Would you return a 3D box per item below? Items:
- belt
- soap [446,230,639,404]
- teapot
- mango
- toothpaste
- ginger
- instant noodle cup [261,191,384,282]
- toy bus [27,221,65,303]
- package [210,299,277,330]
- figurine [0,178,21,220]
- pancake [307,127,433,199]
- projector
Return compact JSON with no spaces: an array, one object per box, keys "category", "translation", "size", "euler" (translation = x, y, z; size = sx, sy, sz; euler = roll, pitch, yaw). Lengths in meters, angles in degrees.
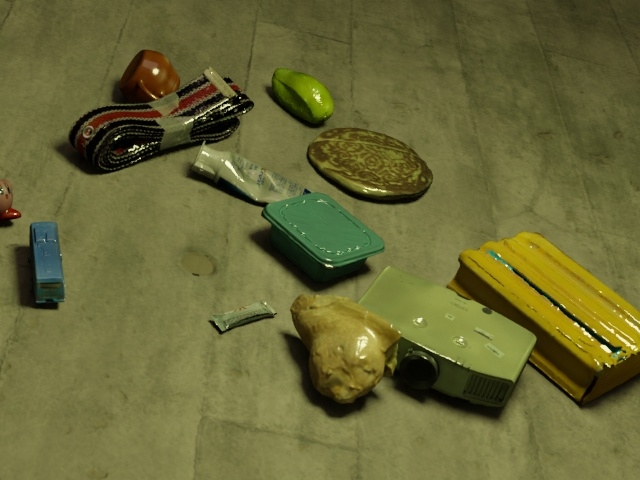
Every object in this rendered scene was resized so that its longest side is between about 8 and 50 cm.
[{"category":"belt","translation":[-0.282,-0.211,2.205],"size":[0.359,0.126,0.094],"euler":[-23,61,-38]},{"category":"soap","translation":[0.392,0.121,2.054],"size":[0.204,0.096,0.324],"euler":[-16,47,-41]},{"category":"teapot","translation":[-0.312,-0.293,2.319],"size":[0.116,0.116,0.173],"euler":[9,25,-15]},{"category":"mango","translation":[-0.034,-0.296,2.467],"size":[0.074,0.091,0.165],"euler":[-23,51,-32]},{"category":"toothpaste","translation":[-0.098,-0.098,2.187],"size":[0.266,0.061,0.096],"euler":[23,31,-5]},{"category":"ginger","translation":[0.010,0.161,1.811],"size":[0.193,0.115,0.122],"euler":[26,48,32]},{"category":"instant noodle cup","translation":[0.000,0.000,2.066],"size":[0.157,0.070,0.179],"euler":[-17,46,-44]},{"category":"toy bus","translation":[-0.406,0.032,1.829],"size":[0.051,0.061,0.153],"euler":[0,38,-17]},{"category":"package","translation":[-0.118,0.114,1.888],"size":[0.110,0.015,0.037],"euler":[-15,44,-42]},{"category":"figurine","translation":[-0.514,-0.063,1.909],"size":[0.067,0.071,0.083],"euler":[-10,0,42]},{"category":"pancake","translation":[0.099,-0.147,2.364],"size":[0.250,0.031,0.250],"euler":[13,32,-8]},{"category":"projector","translation":[0.182,0.158,1.904],"size":[0.269,0.088,0.193],"euler":[26,35,12]}]
